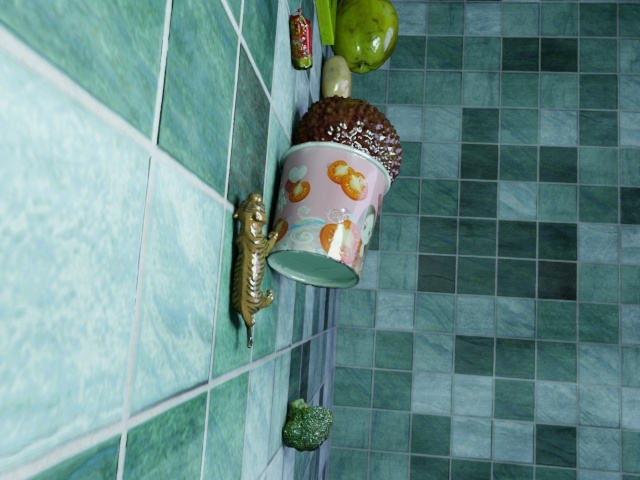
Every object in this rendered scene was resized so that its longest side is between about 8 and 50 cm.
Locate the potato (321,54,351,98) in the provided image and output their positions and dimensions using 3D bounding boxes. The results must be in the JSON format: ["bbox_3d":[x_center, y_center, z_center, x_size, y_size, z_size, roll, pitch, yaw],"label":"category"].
[{"bbox_3d":[0.055,-0.552,1.831,0.118,0.109,0.178,14,73,-62],"label":"potato"}]

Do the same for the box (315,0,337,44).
[{"bbox_3d":[0.018,-0.782,1.652,0.335,0.047,0.187,59,34,-79],"label":"box"}]

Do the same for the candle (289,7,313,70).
[{"bbox_3d":[-0.043,-0.454,1.192,0.052,0.051,0.131,-80,170,-49],"label":"candle"}]

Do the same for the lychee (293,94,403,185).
[{"bbox_3d":[0.066,-0.221,1.311,0.304,0.275,0.276,-104,-170,-52],"label":"lychee"}]

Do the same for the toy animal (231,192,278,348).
[{"bbox_3d":[-0.109,0.049,0.821,0.099,0.056,0.241,13,82,-77],"label":"toy animal"}]

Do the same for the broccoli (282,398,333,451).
[{"bbox_3d":[-0.036,0.494,1.410,0.138,0.145,0.162,57,-4,40],"label":"broccoli"}]

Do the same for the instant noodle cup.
[{"bbox_3d":[0.006,-0.041,1.087,0.243,0.242,0.231,80,21,-65],"label":"instant noodle cup"}]

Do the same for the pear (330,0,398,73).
[{"bbox_3d":[0.149,-0.753,1.897,0.269,0.268,0.322,75,12,-72],"label":"pear"}]
